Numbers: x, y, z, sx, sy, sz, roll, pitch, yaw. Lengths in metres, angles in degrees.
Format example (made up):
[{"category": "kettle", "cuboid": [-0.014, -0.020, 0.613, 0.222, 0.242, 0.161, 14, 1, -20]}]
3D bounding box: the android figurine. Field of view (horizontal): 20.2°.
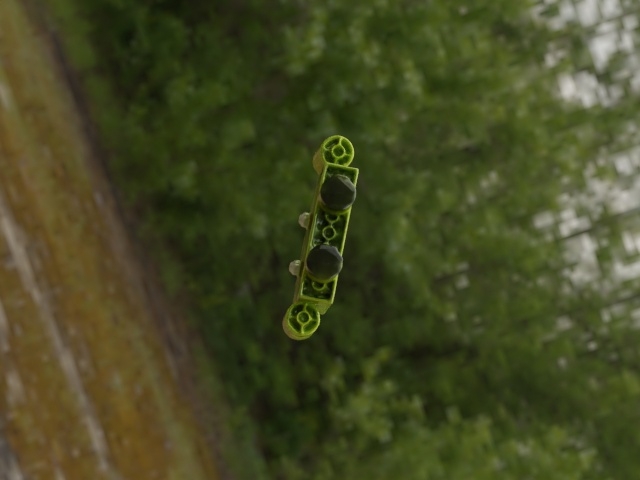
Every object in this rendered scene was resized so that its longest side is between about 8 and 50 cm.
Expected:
[{"category": "android figurine", "cuboid": [0.000, 0.000, 2.196, 0.273, 0.056, 0.248, 134, -33, -83]}]
